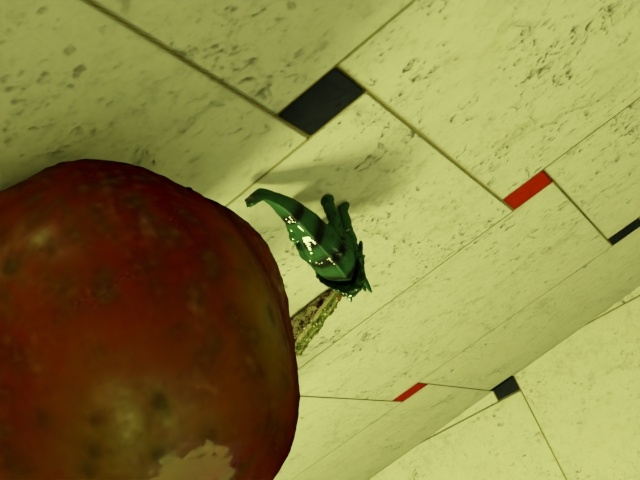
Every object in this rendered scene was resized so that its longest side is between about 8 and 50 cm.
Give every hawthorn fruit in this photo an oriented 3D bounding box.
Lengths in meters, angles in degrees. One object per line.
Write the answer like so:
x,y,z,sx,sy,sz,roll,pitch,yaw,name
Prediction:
-0.192,0.144,0.878,0.403,0.403,0.403,-26,157,-12,hawthorn fruit

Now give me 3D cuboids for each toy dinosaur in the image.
-0.003,-0.013,1.198,0.079,0.120,0.292,-26,135,14,toy dinosaur

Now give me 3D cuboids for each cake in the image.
-0.010,0.130,1.498,0.140,0.055,0.051,-40,150,14,cake
